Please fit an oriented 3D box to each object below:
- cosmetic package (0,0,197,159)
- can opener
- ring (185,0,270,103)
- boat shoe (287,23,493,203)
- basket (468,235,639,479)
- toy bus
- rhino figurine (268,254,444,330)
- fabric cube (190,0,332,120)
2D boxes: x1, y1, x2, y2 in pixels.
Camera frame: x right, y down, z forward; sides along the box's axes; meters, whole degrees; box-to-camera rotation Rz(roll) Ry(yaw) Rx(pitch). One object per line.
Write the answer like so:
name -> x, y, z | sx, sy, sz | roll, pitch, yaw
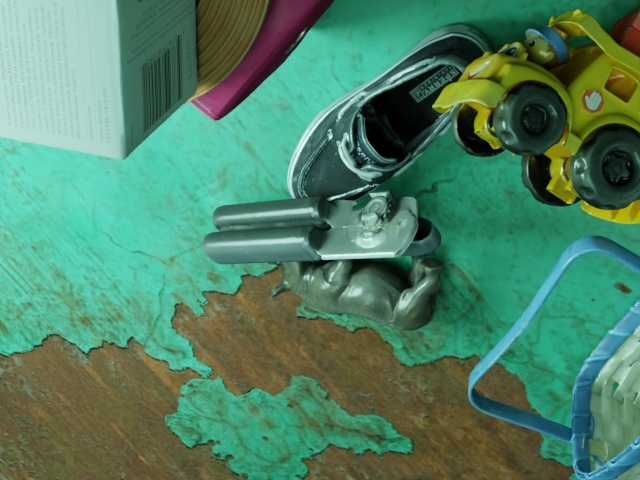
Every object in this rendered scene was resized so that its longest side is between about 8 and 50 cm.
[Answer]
cosmetic package -> -0.216, -0.178, 1.064 | 0.183, 0.151, 0.151 | 11, 122, 14
can opener -> 0.000, 0.000, 1.431 | 0.283, 0.076, 0.095 | -3, 148, 37
ring -> -0.193, -0.271, 1.112 | 0.336, 0.032, 0.337 | 10, 122, 17
boat shoe -> 0.062, -0.113, 1.372 | 0.301, 0.102, 0.108 | -35, 102, 34
basket -> 0.335, 0.137, 1.354 | 0.289, 0.201, 0.255 | 26, 127, -7
toy bus -> 0.252, -0.149, 1.231 | 0.220, 0.149, 0.211 | 30, 87, -15
rhino figurine -> 0.028, 0.043, 1.501 | 0.243, 0.073, 0.106 | 12, 120, 17
fabric cube -> -0.075, -0.322, 1.209 | 0.259, 0.254, 0.258 | 42, 124, -6
